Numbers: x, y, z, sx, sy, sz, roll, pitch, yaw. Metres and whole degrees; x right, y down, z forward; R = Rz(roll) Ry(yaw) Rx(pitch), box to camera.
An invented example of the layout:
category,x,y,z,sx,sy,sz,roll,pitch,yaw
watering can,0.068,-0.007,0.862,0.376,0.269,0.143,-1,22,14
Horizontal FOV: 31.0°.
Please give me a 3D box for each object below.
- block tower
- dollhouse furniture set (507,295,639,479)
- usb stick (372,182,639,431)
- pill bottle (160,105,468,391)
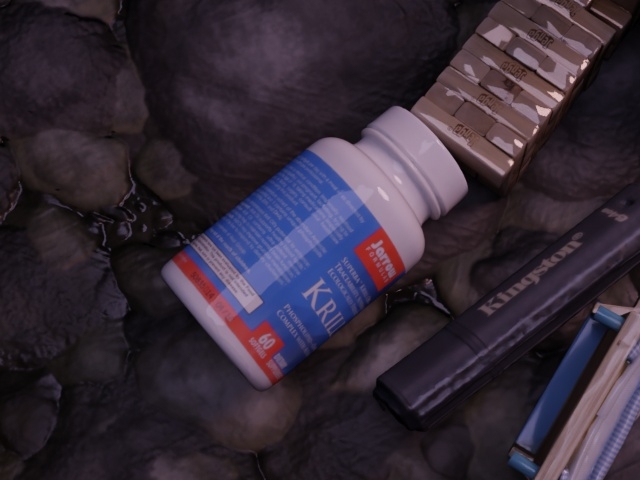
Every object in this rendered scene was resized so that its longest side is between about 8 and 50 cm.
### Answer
category,x,y,z,sx,sy,sz,roll,pitch,yaw
block tower,0.205,-0.187,0.936,0.091,0.097,0.335,36,77,13
dollhouse furniture set,0.206,0.185,0.723,0.198,0.286,0.303,30,89,12
usb stick,0.161,0.048,0.879,0.278,0.077,0.045,-36,104,-7
pill bottle,0.000,0.000,0.877,0.221,0.124,0.124,-40,75,-7
